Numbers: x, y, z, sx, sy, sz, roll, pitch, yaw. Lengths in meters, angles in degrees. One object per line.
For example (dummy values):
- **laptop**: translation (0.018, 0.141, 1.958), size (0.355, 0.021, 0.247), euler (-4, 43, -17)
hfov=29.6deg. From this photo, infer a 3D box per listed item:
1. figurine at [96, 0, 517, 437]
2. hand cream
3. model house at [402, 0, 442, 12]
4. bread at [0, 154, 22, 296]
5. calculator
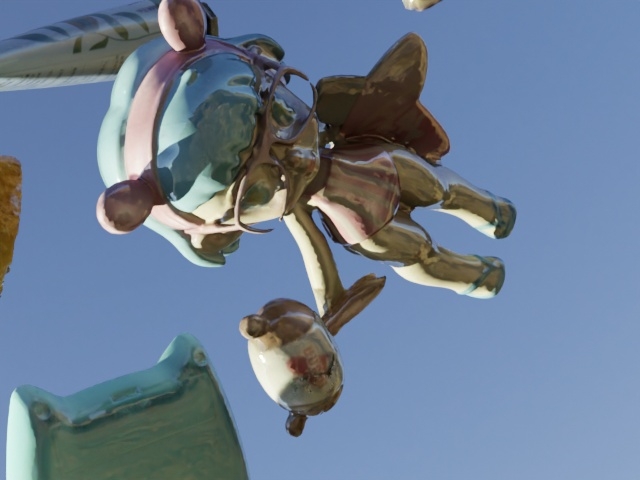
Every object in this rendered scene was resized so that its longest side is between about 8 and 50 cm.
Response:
- **figurine**: translation (-0.006, -0.009, 0.620), size (0.260, 0.103, 0.205), euler (18, -86, -40)
- **hand cream**: translation (-0.167, -0.126, 0.827), size (0.256, 0.088, 0.055), euler (-26, -73, -47)
- **model house**: translation (0.086, -0.370, 1.092), size (0.243, 0.298, 0.284), euler (-29, -27, 4)
- **bread**: translation (-0.276, -0.018, 0.941), size (0.154, 0.054, 0.136), euler (50, -127, -25)
- **calculator**: translation (-0.171, 0.301, 1.189), size (0.256, 0.054, 0.386), euler (-17, -72, -34)
